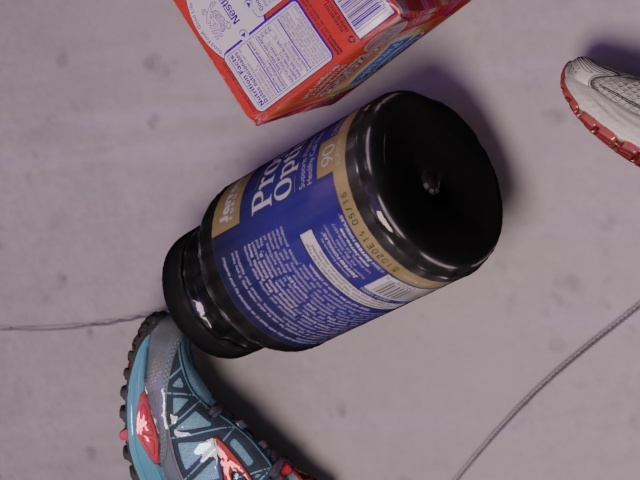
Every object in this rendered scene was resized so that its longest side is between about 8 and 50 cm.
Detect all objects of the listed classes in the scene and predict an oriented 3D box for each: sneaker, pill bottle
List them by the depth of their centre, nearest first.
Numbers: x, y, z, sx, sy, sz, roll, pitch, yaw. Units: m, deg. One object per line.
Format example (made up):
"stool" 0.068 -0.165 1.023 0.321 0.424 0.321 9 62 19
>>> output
"sneaker" 0.248 -0.069 1.035 0.225 0.088 0.093 20 90 22
"pill bottle" 0.000 0.000 1.133 0.219 0.123 0.123 -28 89 42
"sneaker" -0.056 0.167 1.241 0.125 0.104 0.262 -13 100 11

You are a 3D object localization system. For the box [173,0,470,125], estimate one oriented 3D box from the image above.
"box" -0.038 -0.216 1.111 0.128 0.122 0.257 -35 85 28
